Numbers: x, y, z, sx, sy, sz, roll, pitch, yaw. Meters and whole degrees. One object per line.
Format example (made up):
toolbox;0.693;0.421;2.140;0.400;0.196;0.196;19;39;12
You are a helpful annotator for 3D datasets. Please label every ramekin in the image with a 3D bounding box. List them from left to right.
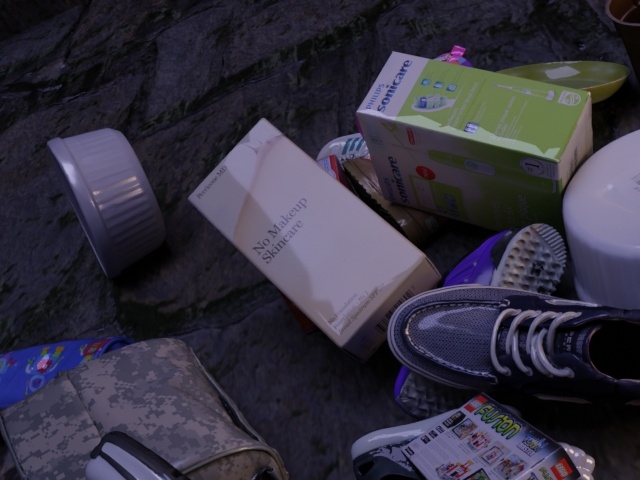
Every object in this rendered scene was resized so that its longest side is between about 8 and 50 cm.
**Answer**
ramekin;-0.377;-0.077;1.663;0.127;0.273;0.273;-25;33;-16
ramekin;0.430;-0.023;1.123;0.277;0.135;0.277;-19;36;14

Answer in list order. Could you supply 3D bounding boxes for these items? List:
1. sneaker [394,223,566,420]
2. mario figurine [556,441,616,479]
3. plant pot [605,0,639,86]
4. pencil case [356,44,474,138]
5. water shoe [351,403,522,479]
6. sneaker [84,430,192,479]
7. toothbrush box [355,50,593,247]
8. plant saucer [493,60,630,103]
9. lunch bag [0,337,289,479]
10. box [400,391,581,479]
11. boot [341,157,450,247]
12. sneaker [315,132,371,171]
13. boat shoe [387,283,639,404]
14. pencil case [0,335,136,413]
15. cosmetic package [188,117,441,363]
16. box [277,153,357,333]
sneaker;0.184;0.101;1.182;0.293;0.102;0.146;-49;20;-14
mario figurine;0.176;0.290;0.861;0.321;0.170;0.198;-21;62;22
plant pot;0.527;-0.300;1.382;0.167;0.165;0.167;-19;36;15
pencil case;0.167;-0.241;1.580;0.104;0.104;0.236;13;42;44
water shoe;0.138;0.245;1.063;0.203;0.073;0.080;-17;64;13
sneaker;-0.127;0.397;0.837;0.257;0.169;0.447;-43;68;-12
toothbrush box;0.215;-0.123;1.266;0.283;0.206;0.122;19;65;26
plant saucer;0.368;-0.245;1.477;0.241;0.037;0.241;-6;20;2
lunch bag;-0.207;0.270;1.129;0.256;0.212;0.305;-35;38;-13
box;0.160;0.219;0.917;0.114;0.036;0.207;-34;9;-6
boot;0.198;-0.120;1.461;0.269;0.089;0.236;-35;47;-7
sneaker;0.065;-0.147;1.607;0.161;0.057;0.075;-17;30;11
boat shoe;0.233;0.104;0.985;0.341;0.158;0.127;4;78;13
pencil case;-0.411;0.223;1.415;0.306;0.119;0.133;-11;40;25
cosmetic package;-0.010;-0.003;1.223;0.309;0.113;0.160;41;89;25
box;0.000;0.000;1.406;0.128;0.122;0.257;-23;35;11
